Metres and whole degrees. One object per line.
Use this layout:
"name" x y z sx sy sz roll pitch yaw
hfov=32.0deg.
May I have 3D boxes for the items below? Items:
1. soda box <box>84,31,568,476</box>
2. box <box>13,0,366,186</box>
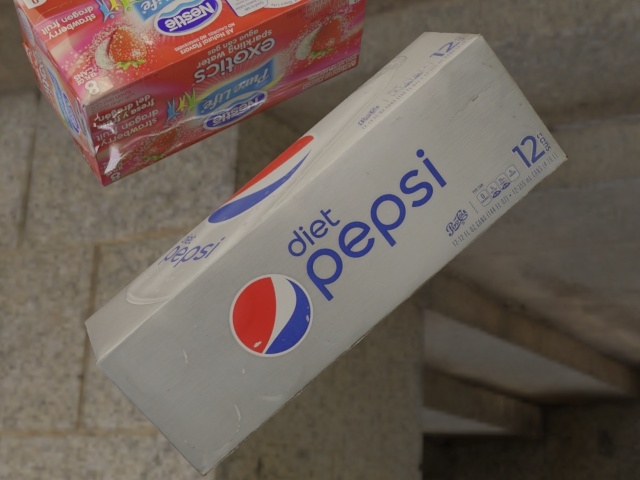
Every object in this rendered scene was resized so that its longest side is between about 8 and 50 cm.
"soda box" 0.000 0.000 0.668 0.098 0.286 0.091 50 175 -19
"box" -0.102 -0.171 0.916 0.257 0.128 0.123 -28 155 -17
